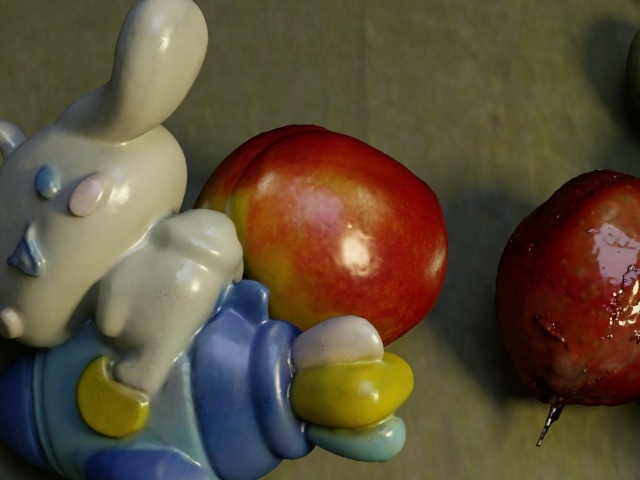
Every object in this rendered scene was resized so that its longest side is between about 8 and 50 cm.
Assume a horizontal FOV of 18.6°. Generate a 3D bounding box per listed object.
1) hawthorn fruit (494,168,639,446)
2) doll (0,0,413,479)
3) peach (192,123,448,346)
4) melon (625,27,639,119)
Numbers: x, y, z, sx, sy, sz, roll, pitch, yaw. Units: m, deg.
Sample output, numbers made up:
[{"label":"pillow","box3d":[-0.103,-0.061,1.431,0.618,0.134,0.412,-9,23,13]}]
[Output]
[{"label":"hawthorn fruit","box3d":[0.220,0.058,1.514,0.181,0.181,0.235,25,62,7]},{"label":"doll","box3d":[-0.133,0.061,1.369,0.365,0.376,0.187,51,51,2]},{"label":"peach","box3d":[0.000,0.000,1.490,0.190,0.190,0.192,42,43,19]},{"label":"melon","box3d":[0.319,-0.146,1.730,0.098,0.098,0.130,0,57,-13]}]
